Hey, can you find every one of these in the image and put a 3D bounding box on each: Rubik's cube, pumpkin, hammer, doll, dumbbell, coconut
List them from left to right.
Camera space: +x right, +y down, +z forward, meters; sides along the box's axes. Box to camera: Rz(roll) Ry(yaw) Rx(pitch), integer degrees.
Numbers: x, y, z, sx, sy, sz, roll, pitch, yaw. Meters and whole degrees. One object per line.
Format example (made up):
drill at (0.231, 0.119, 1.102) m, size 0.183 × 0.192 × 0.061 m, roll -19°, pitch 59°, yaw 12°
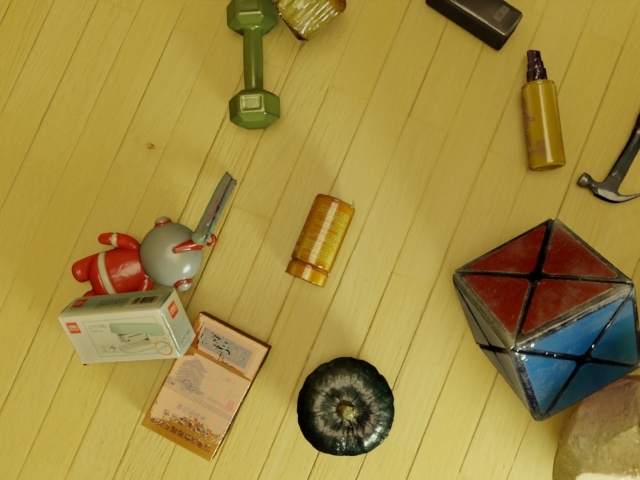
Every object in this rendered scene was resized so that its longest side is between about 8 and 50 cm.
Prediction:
doll at (-0.387, 0.049, 1.479) m, size 0.336 × 0.105 × 0.199 m, roll -22°, pitch 83°, yaw 8°
dumbbell at (-0.153, -0.409, 1.510) m, size 0.121 × 0.108 × 0.302 m, roll -1°, pitch 84°, yaw 2°
pumpkin at (0.053, 0.352, 1.396) m, size 0.212 × 0.152 × 0.211 m, roll -4°, pitch 75°, yaw 14°
Rubik's cube at (0.444, 0.155, 1.312) m, size 0.259 × 0.255 × 0.260 m, roll -25°, pitch 126°, yaw -2°
hammer at (0.712, -0.213, 1.490) m, size 0.137 × 0.037 × 0.290 m, roll 32°, pitch 86°, yaw 6°
coconut at (0.657, 0.446, 1.272) m, size 0.405 × 0.404 × 0.404 m, roll 0°, pitch 84°, yaw 2°

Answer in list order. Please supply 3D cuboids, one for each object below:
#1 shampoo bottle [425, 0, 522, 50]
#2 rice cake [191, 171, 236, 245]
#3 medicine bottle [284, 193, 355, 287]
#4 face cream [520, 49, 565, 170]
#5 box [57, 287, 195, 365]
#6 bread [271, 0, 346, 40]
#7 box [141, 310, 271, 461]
shampoo bottle at (0.337, -0.543, 1.520) m, size 0.246 × 0.079 × 0.080 m, roll 36°, pitch 85°, yaw 6°
rice cake at (-0.233, -0.072, 1.470) m, size 0.033 × 0.033 × 0.207 m, roll 11°, pitch 53°, yaw 11°
medicine bottle at (0.000, 0.000, 1.467) m, size 0.096 × 0.096 × 0.192 m, roll 22°, pitch 86°, yaw 5°
face cream at (0.495, -0.296, 1.487) m, size 0.078 × 0.078 × 0.273 m, roll -5°, pitch 84°, yaw 2°
box at (-0.413, 0.186, 1.410) m, size 0.269 × 0.079 × 0.135 m, roll -6°, pitch 118°, yaw 20°
bread at (-0.059, -0.581, 1.465) m, size 0.142 × 0.227 × 0.253 m, roll -32°, pitch 87°, yaw 22°
box at (-0.247, 0.316, 1.452) m, size 0.174 × 0.076 × 0.274 m, roll 27°, pitch 85°, yaw 4°
